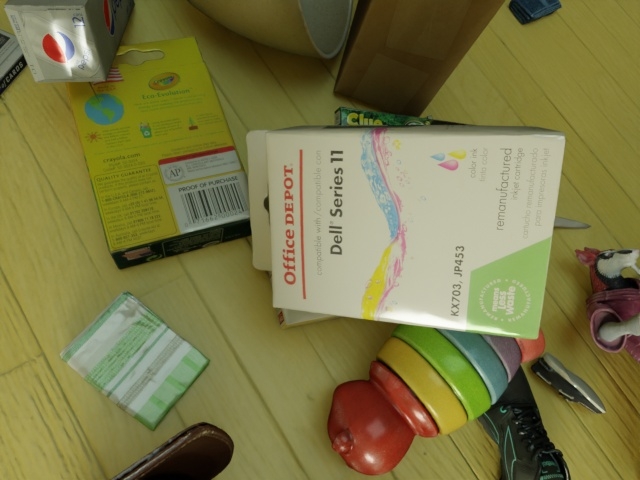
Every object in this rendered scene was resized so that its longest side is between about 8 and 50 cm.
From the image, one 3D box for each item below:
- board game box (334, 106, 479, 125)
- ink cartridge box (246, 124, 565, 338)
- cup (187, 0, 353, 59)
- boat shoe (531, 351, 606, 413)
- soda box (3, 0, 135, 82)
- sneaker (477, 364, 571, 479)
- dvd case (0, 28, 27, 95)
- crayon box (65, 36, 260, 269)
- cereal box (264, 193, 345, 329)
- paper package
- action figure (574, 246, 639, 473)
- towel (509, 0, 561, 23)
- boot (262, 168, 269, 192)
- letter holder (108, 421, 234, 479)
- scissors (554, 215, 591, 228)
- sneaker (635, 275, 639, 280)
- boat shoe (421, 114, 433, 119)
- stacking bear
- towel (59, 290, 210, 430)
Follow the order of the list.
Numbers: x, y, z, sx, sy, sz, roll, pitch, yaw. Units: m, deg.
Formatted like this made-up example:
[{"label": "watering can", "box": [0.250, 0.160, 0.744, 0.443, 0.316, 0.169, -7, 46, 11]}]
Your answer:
[{"label": "board game box", "box": [0.147, -0.130, 0.739, 0.260, 0.030, 0.136, 2, 88, -20]}, {"label": "ink cartridge box", "box": [0.058, -0.024, 0.520, 0.354, 0.119, 0.206, 4, 107, 17]}, {"label": "cup", "box": [-0.098, -0.463, 0.732, 0.237, 0.331, 0.330, 6, 66, 16]}, {"label": "boat shoe", "box": [0.384, 0.227, 0.716, 0.125, 0.038, 0.046, 39, 24, -3]}, {"label": "soda box", "box": [-0.336, -0.334, 0.652, 0.091, 0.098, 0.286, -4, 47, -8]}, {"label": "sneaker", "box": [0.288, 0.280, 0.636, 0.101, 0.106, 0.267, -3, 69, -14]}, {"label": "dvd case", "box": [-0.577, -0.268, 0.665, 0.239, 0.029, 0.179, 24, 65, -5]}, {"label": "crayon box", "box": [-0.232, -0.138, 0.674, 0.203, 0.081, 0.318, -15, 75, -19]}, {"label": "cereal box", "box": [0.000, 0.000, 0.698, 0.173, 0.047, 0.239, -9, 72, -20]}, {"label": "paper package", "box": [0.166, -0.414, 0.747, 0.168, 0.325, 0.309, 17, 67, -7]}, {"label": "action figure", "box": [0.536, 0.154, 0.718, 0.248, 0.275, 0.370, -18, 52, -13]}, {"label": "towel", "box": [0.480, -0.527, 1.032, 0.120, 0.029, 0.067, -29, 78, -22]}, {"label": "boot", "box": [0.041, -0.029, 0.637, 0.237, 0.085, 0.178, -5, 91, -4]}, {"label": "letter holder", "box": [-0.132, 0.298, 0.401, 0.215, 0.301, 0.152, -33, 69, -23]}, {"label": "scissors", "box": [0.361, -0.046, 0.794, 0.298, 0.021, 0.108, -9, 107, -17]}, {"label": "sneaker", "box": [0.725, 0.073, 0.751, 0.324, 0.236, 0.130, 5, 69, -13]}, {"label": "boat shoe", "box": [0.196, -0.150, 0.809, 0.043, 0.049, 0.136, -19, 88, 17]}, {"label": "stacking bear", "box": [0.132, 0.180, 0.608, 0.289, 0.175, 0.164, -38, 56, -12]}, {"label": "towel", "box": [-0.236, 0.153, 0.599, 0.152, 0.023, 0.113, 39, 68, 0]}]
